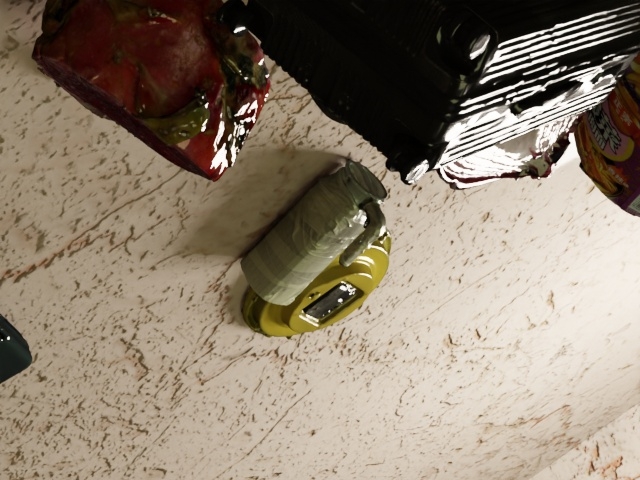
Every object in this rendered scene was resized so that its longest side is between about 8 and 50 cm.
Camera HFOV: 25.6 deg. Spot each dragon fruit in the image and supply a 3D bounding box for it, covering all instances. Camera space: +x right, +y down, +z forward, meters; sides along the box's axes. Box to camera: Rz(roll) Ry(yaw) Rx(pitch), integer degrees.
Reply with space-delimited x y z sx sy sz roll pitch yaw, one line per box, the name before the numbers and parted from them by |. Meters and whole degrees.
dragon fruit | -0.143 -0.166 1.219 0.211 0.282 0.147 37 86 -28

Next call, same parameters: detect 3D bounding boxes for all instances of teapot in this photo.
teapot | 0.000 0.000 1.734 0.200 0.107 0.077 -46 144 23

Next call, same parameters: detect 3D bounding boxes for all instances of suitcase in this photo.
suitcase | 0.116 -0.199 1.169 0.335 0.229 0.152 -22 147 -46

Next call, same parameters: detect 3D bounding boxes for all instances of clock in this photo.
clock | 0.006 0.066 1.910 0.237 0.057 0.237 -25 153 -14

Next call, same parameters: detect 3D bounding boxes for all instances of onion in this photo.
onion | 0.217 -0.158 1.686 0.227 0.120 0.283 -36 150 1

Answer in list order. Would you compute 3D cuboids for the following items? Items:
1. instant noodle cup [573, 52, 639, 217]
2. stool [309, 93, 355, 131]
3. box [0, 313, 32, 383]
instant noodle cup | 0.474 -0.183 1.739 0.340 0.340 0.266 -24 164 -16
stool | 0.068 -0.215 1.394 0.139 0.153 0.228 -16 149 -29
box | -0.423 0.118 1.536 0.160 0.050 0.230 -30 153 -4
